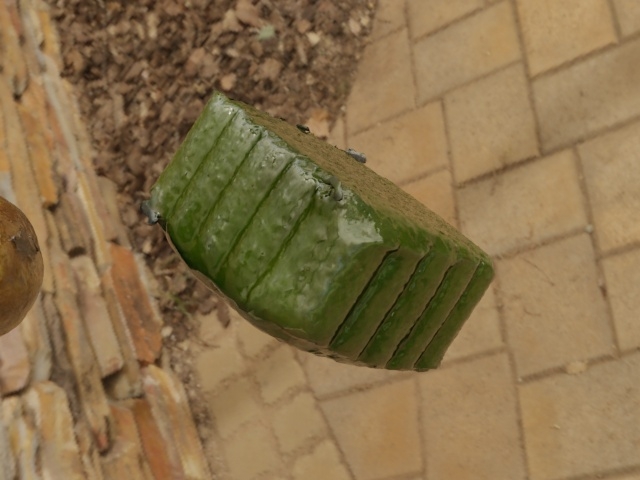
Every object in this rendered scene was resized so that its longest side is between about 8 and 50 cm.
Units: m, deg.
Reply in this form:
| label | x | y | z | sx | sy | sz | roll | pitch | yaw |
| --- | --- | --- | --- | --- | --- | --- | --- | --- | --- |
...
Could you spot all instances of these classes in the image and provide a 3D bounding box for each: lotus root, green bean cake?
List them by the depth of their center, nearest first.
| label | x | y | z | sx | sy | sz | roll | pitch | yaw |
| --- | --- | --- | --- | --- | --- | --- | --- | --- | --- |
| green bean cake | 0.000 | 0.000 | 0.788 | 0.250 | 0.247 | 0.156 | 43 | 106 | 38 |
| lotus root | -0.392 | 0.034 | 0.921 | 0.193 | 0.193 | 0.291 | -52 | 19 | 2 |
